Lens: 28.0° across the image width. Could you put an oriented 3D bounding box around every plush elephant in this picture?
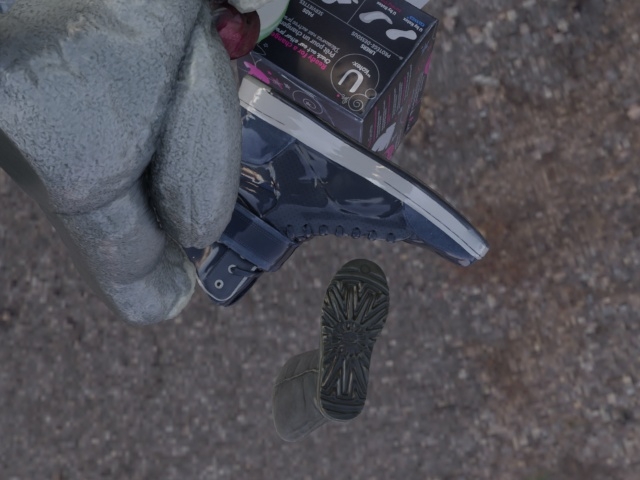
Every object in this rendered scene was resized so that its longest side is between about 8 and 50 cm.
[{"bbox_3d":[-0.100,-0.150,0.717,0.255,0.272,0.330,-44,174,-15],"label":"plush elephant"}]

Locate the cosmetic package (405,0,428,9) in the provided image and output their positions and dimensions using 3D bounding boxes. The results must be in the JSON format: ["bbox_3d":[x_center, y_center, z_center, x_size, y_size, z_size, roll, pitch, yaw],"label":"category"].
[{"bbox_3d":[0.071,-0.412,1.717,0.385,0.156,0.217,-39,149,25],"label":"cosmetic package"}]

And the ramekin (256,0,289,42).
[{"bbox_3d":[-0.152,-0.281,1.118,0.148,0.303,0.303,-15,138,30],"label":"ramekin"}]

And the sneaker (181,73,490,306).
[{"bbox_3d":[0.000,0.000,0.978,0.226,0.086,0.163,32,94,8],"label":"sneaker"}]

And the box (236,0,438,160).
[{"bbox_3d":[0.011,-0.167,1.368,0.163,0.142,0.247,33,163,10],"label":"box"}]

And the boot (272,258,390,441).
[{"bbox_3d":[0.007,0.126,1.416,0.076,0.190,0.208,17,166,-6],"label":"boot"}]
